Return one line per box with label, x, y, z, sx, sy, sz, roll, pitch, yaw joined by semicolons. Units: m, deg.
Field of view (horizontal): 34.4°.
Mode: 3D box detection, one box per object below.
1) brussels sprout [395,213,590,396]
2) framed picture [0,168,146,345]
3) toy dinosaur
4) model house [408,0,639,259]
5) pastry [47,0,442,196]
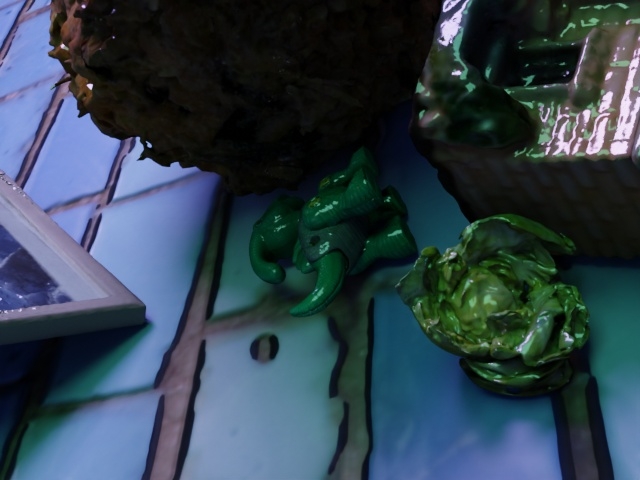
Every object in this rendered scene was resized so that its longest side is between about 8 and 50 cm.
brussels sprout;0.085;0.034;0.481;0.085;0.058;0.085;-8;62;15
framed picture;-0.299;0.002;0.703;0.247;0.022;0.335;-6;23;-33
toy dinosaur;0.000;0.000;0.590;0.096;0.059;0.132;-29;27;17
model house;0.162;-0.087;0.487;0.172;0.166;0.183;7;62;36
pastry;-0.042;-0.136;0.684;0.274;0.193;0.275;-9;22;4
